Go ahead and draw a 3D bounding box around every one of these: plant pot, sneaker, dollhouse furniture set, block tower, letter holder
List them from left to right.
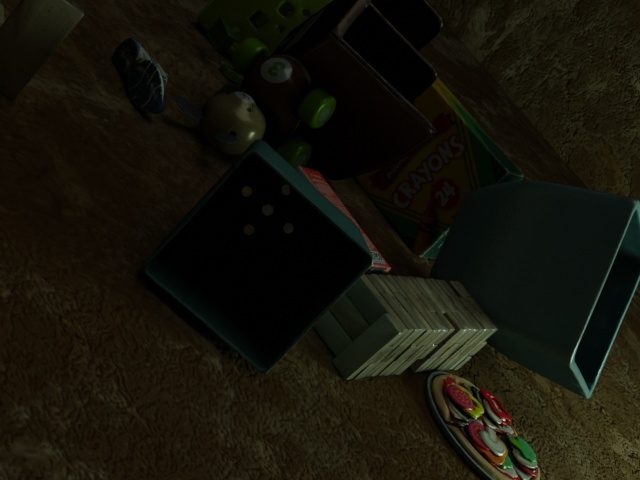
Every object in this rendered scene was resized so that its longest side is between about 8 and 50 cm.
[{"bbox_3d":[-0.349,-0.266,1.258,0.144,0.123,0.151,33,23,-32],"label":"dollhouse furniture set"},{"bbox_3d":[-0.216,-0.206,1.524,0.058,0.052,0.135,31,24,-46],"label":"sneaker"},{"bbox_3d":[-0.108,-0.281,1.860,0.151,0.076,0.058,30,23,-36],"label":"dollhouse furniture set"},{"bbox_3d":[-0.060,-0.005,1.280,0.165,0.165,0.234,42,11,-9],"label":"plant pot"},{"bbox_3d":[-0.029,-0.356,1.963,0.207,0.228,0.227,54,19,2],"label":"plant pot"},{"bbox_3d":[0.057,-0.226,1.715,0.214,0.152,0.302,43,-26,-14],"label":"letter holder"},{"bbox_3d":[0.113,0.107,1.504,0.097,0.091,0.335,52,20,20],"label":"block tower"},{"bbox_3d":[0.307,0.051,1.733,0.252,0.248,0.247,20,-11,24],"label":"plant pot"}]

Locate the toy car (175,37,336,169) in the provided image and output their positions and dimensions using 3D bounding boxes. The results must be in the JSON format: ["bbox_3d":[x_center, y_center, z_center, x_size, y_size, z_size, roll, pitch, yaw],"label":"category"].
[{"bbox_3d":[-0.103,-0.171,1.573,0.155,0.149,0.188,39,28,20],"label":"toy car"}]

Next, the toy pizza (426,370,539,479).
[{"bbox_3d":[0.215,0.241,1.527,0.201,0.032,0.201,39,20,-17],"label":"toy pizza"}]

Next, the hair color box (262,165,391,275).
[{"bbox_3d":[0.000,0.000,1.483,0.167,0.093,0.053,55,22,24],"label":"hair color box"}]

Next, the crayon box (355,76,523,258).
[{"bbox_3d":[0.148,-0.153,1.937,0.318,0.202,0.081,52,20,21],"label":"crayon box"}]
